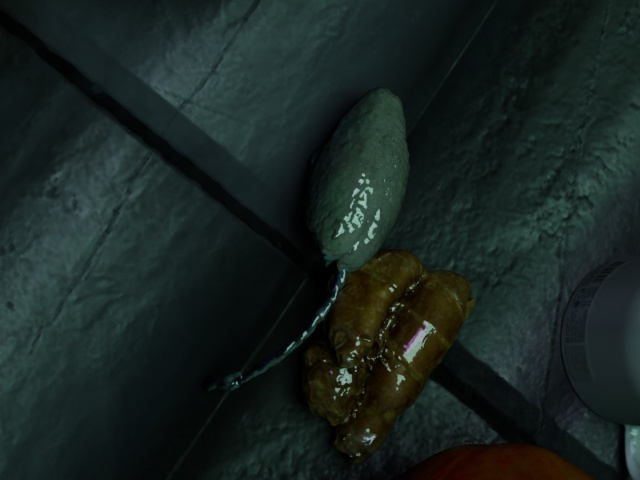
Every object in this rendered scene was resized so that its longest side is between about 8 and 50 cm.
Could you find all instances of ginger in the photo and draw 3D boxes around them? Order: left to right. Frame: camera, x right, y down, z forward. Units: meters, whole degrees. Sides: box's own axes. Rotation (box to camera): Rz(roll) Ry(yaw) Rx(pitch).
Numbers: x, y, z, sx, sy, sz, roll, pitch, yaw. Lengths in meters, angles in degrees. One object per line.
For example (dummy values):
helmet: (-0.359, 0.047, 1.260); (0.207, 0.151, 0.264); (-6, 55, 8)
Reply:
ginger: (0.040, 0.075, 1.436); (0.103, 0.073, 0.162); (35, 76, -20)

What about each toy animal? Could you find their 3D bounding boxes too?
toy animal: (0.006, 0.005, 1.417); (0.070, 0.079, 0.253); (28, 76, -11)

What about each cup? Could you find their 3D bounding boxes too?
cup: (0.268, 0.095, 1.506); (0.134, 0.142, 0.173); (37, 74, -20)

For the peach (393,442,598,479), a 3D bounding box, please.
peach: (0.115, 0.281, 1.361); (0.245, 0.249, 0.274); (61, 41, -59)
